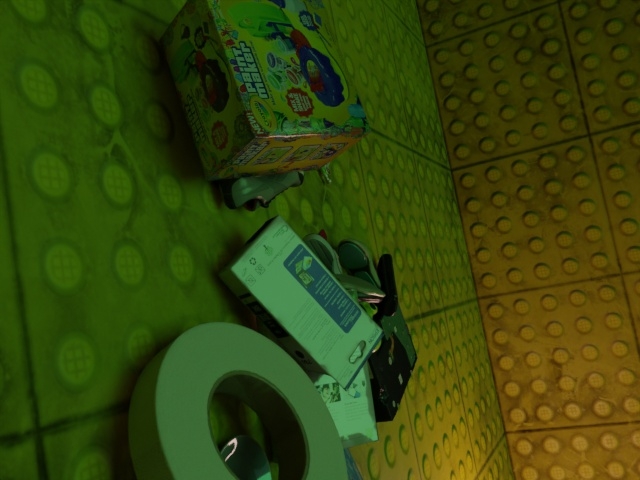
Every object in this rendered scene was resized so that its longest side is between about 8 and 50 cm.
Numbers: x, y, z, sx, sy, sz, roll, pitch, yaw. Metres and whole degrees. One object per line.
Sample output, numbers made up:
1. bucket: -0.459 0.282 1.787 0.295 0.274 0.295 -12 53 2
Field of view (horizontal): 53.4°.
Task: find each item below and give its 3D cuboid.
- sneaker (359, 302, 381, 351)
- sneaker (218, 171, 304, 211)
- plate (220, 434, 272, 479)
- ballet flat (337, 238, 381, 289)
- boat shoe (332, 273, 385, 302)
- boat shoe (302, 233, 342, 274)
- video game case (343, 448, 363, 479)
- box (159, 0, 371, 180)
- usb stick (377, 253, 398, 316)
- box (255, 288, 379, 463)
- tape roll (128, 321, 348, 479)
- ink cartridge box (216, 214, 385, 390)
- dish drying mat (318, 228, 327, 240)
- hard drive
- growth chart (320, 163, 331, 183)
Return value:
1. sneaker: 0.074 0.205 1.579 0.109 0.123 0.295 41 16 -12
2. sneaker: -0.124 -0.116 1.324 0.272 0.100 0.107 -11 97 -60
3. plate: -0.139 0.430 1.086 0.188 0.024 0.188 37 47 -54
4. ballet flat: 0.107 0.058 1.740 0.248 0.086 0.086 65 25 -44
5. boat shoe: 0.049 0.125 1.489 0.233 0.084 0.079 8 110 -34
6. boat shoe: 0.002 0.051 1.537 0.075 0.083 0.226 -96 169 -45
7. video game case: 0.031 0.580 1.336 0.269 0.061 0.244 66 27 -23
8. box: -0.101 -0.285 1.179 0.279 0.177 0.289 -12 78 -41
9. usb stick: 0.193 0.124 1.842 0.278 0.045 0.077 -84 -173 -66
10. box: -0.007 0.265 1.292 0.233 0.058 0.321 0 78 -35
11. tape roll: -0.111 0.309 0.980 0.392 0.072 0.392 39 28 -26
12. ink cartridge box: -0.031 0.126 1.240 0.332 0.065 0.165 49 54 -12
13. dish drying mat: 0.000 0.000 1.622 0.032 0.008 0.083 68 26 -17
14. hard drive: 0.182 0.317 1.791 0.339 0.064 0.236 -46 120 -61
15. growth chart: 0.003 -0.289 1.762 0.172 0.021 0.237 58 30 -34
